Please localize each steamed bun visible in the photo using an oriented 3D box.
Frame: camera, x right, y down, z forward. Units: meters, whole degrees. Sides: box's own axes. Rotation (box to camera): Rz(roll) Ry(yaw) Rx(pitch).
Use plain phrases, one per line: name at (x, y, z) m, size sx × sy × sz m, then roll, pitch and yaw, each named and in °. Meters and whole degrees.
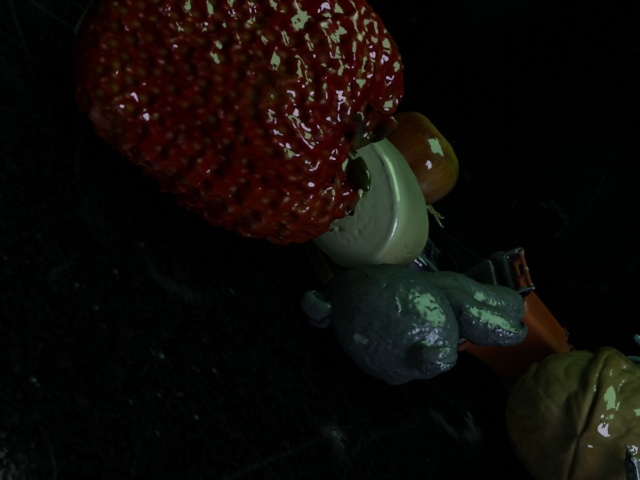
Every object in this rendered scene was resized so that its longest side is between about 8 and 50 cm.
steamed bun at (0.054, -0.075, 1.021) m, size 0.250 × 0.154 × 0.200 m, roll 58°, pitch 19°, yaw 18°

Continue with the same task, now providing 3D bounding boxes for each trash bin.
trash bin at (0.351, 0.148, 1.286) m, size 0.238 × 0.184 × 0.161 m, roll 39°, pitch 30°, yaw -24°

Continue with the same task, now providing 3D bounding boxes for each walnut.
walnut at (0.434, 0.300, 1.129) m, size 0.277 × 0.252 × 0.313 m, roll 52°, pitch 13°, yaw 25°

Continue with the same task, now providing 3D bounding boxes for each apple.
apple at (0.194, -0.166, 1.536) m, size 0.210 × 0.173 × 0.235 m, roll 54°, pitch 11°, yaw 19°

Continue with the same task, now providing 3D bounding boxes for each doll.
doll at (0.143, 0.116, 0.945) m, size 0.245 × 0.158 × 0.340 m, roll 16°, pitch 6°, yaw 35°

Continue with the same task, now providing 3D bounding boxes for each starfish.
starfish at (0.279, -0.071, 1.780) m, size 0.092 × 0.016 × 0.086 m, roll 59°, pitch 23°, yaw 12°

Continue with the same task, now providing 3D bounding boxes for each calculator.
calculator at (0.143, -0.020, 1.369) m, size 0.268 × 0.040 × 0.177 m, roll 43°, pitch 20°, yaw -7°

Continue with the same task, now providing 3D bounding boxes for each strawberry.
strawberry at (-0.091, -0.173, 0.789) m, size 0.351 × 0.312 × 0.267 m, roll 20°, pitch 12°, yaw -25°

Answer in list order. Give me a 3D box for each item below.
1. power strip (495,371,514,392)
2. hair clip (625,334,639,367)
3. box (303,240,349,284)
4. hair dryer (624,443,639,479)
power strip at (0.333, 0.203, 1.407) m, size 0.227 × 0.029 × 0.080 m, roll 59°, pitch 21°, yaw 19°
hair clip at (0.674, 0.372, 1.574) m, size 0.392 × 0.238 × 0.318 m, roll 52°, pitch 18°, yaw 1°
box at (0.000, 0.000, 1.040) m, size 0.089 × 0.022 × 0.156 m, roll 19°, pitch 38°, yaw -58°
hair dryer at (0.437, 0.449, 0.937) m, size 0.173 × 0.107 × 0.358 m, roll 13°, pitch 71°, yaw -60°
